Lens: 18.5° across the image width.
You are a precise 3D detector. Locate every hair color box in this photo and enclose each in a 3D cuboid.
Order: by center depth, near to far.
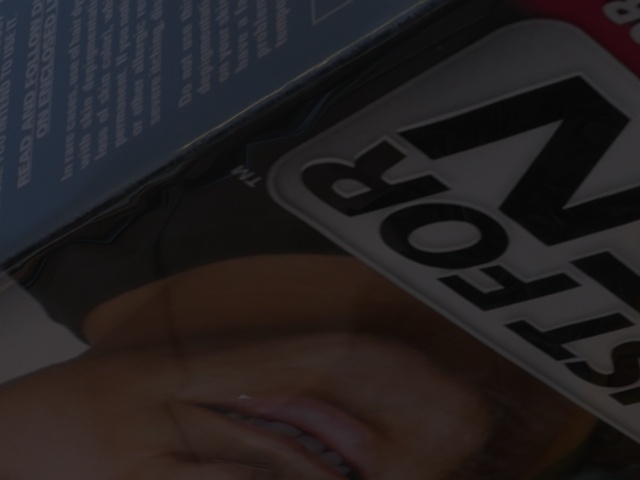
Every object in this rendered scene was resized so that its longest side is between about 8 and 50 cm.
[{"bbox_3d":[0.000,0.000,0.460,0.374,0.185,0.114,-28,46,32],"label":"hair color box"}]
